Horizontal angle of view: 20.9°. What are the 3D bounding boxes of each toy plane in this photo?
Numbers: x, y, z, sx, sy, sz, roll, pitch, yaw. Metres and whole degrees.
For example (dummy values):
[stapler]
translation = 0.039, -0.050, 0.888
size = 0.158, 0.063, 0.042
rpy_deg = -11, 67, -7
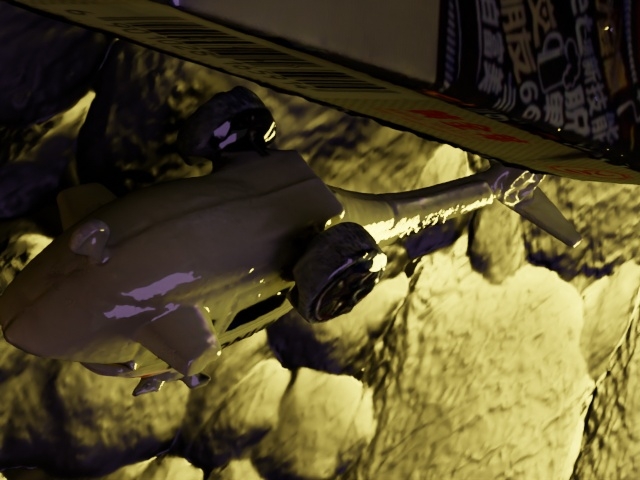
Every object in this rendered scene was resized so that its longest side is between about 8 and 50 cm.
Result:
[toy plane]
translation = 0.000, 0.000, 0.673
size = 0.286, 0.092, 0.108
rpy_deg = -20, 148, -37

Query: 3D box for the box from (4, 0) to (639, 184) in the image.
[box]
translation = 0.042, -0.138, 0.583
size = 0.310, 0.084, 0.198
rpy_deg = 12, 85, -49
